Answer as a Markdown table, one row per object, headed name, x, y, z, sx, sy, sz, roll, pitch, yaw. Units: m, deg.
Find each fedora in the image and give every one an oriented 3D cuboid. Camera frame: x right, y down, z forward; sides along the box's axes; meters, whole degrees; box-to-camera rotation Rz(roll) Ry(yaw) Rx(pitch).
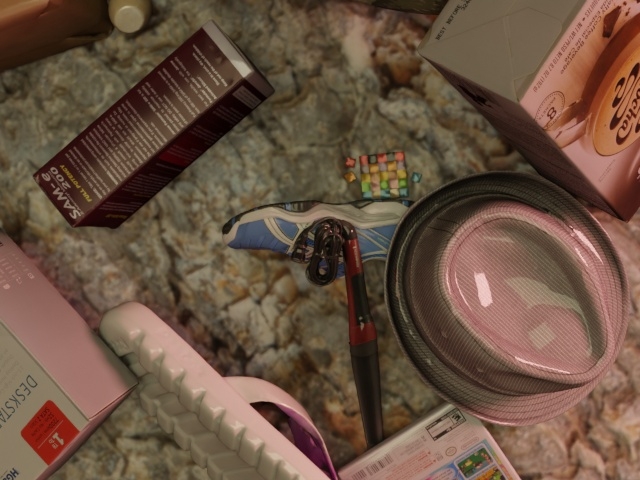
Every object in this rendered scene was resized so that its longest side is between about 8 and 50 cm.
| name | x | y | z | sx | sy | sz | roll | pitch | yaw |
| --- | --- | --- | --- | --- | --- | --- | --- | --- | --- |
| fedora | 0.196 | 0.060 | 0.926 | 0.243 | 0.124 | 0.275 | -40 | 95 | -3 |

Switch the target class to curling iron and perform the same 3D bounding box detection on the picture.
| name | x | y | z | sx | sy | sz | roll | pitch | yaw |
| --- | --- | --- | --- | --- | --- | --- | --- | --- | --- |
| curling iron | 0.030 | 0.100 | 0.986 | 0.068 | 0.035 | 0.274 | -12 | 110 | 9 |

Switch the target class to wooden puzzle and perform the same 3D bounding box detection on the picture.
| name | x | y | z | sx | sy | sz | roll | pitch | yaw |
| --- | --- | --- | --- | --- | --- | --- | --- | --- | --- |
| wooden puzzle | 0.067 | -0.069 | 1.026 | 0.083 | 0.006 | 0.049 | -6 | 90 | 7 |

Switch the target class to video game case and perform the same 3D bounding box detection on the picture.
| name | x | y | z | sx | sy | sz | roll | pitch | yaw |
| --- | --- | --- | --- | --- | --- | --- | --- | --- | --- |
| video game case | 0.122 | 0.259 | 1.007 | 0.157 | 0.019 | 0.143 | -34 | 96 | 5 |

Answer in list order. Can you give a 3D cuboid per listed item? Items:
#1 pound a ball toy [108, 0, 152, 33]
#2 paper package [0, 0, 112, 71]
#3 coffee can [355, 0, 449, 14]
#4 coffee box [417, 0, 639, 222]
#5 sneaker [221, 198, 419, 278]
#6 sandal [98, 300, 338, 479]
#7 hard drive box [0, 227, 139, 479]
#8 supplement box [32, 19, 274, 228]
| name | x | y | z | sx | sy | sz | roll | pitch | yaw |
| --- | --- | --- | --- | --- | --- | --- | --- | --- | --- |
| pound a ball toy | -0.170 | -0.349 | 0.901 | 0.208 | 0.136 | 0.319 | -23 | 133 | 5 |
| paper package | -0.416 | -0.339 | 1.001 | 0.309 | 0.168 | 0.325 | -16 | 89 | 8 |
| coffee can | 0.093 | -0.368 | 0.866 | 0.201 | 0.201 | 0.275 | 11 | 90 | 6 |
| coffee box | 0.236 | -0.152 | 0.856 | 0.119 | 0.297 | 0.168 | 37 | 95 | 37 |
| sneaker | 0.000 | 0.000 | 0.998 | 0.211 | 0.080 | 0.081 | -2 | 89 | 7 |
| sandal | -0.059 | 0.203 | 0.991 | 0.416 | 0.169 | 0.102 | 45 | 55 | 5 |
| hard drive box | -0.333 | 0.130 | 1.003 | 0.232 | 0.089 | 0.181 | 46 | 120 | 4 |
| supplement box | -0.168 | -0.113 | 0.992 | 0.239 | 0.130 | 0.073 | -40 | 86 | 4 |
